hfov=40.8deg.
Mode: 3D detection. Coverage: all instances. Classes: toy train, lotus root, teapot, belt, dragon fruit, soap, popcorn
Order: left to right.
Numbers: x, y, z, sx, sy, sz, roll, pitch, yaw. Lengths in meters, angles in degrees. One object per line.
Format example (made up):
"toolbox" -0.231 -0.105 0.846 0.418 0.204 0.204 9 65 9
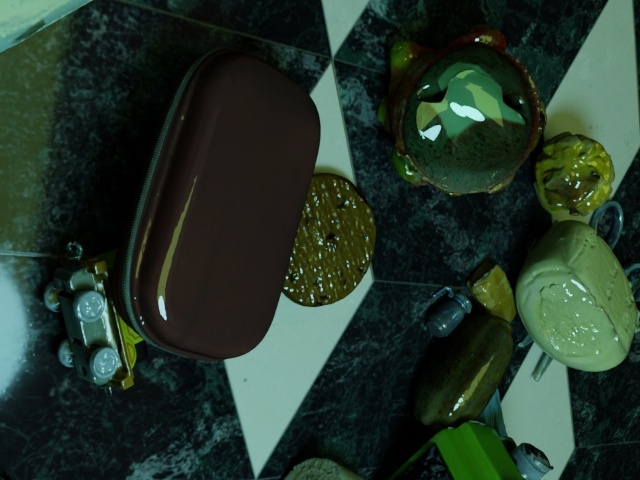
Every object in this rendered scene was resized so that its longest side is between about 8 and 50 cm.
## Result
"soap" -0.325 -0.284 0.947 0.230 0.145 0.091 -41 121 -23
"toy train" -0.275 0.096 1.114 0.127 0.089 0.219 -25 114 -41
"teapot" 0.220 0.127 1.522 0.083 0.063 0.049 -42 154 -25
"toy train" 0.240 0.448 1.481 0.249 0.173 0.307 24 117 -38
"dragon fruit" 0.220 -0.197 1.348 0.295 0.130 0.268 38 96 -19
"lotus root" 0.251 0.235 1.515 0.241 0.124 0.123 -59 139 -8
"belt" 0.304 0.346 1.625 0.100 0.065 0.179 -29 115 -38
"popcorn" 0.463 -0.118 1.579 0.167 0.148 0.152 52 25 -30

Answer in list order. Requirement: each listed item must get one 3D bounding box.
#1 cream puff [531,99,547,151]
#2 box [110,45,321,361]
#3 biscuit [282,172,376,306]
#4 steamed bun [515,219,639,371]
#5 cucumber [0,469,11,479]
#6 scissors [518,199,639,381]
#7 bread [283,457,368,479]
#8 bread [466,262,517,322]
"cream puff" 0.335 -0.209 1.491 0.119 0.104 0.133 -40 121 -15
"box" -0.129 -0.045 1.132 0.263 0.108 0.404 28 74 -50
"biscuit" 0.000 0.000 1.327 0.212 0.036 0.212 -8 104 -35
"steamed bun" 0.474 0.107 1.611 0.273 0.166 0.232 53 36 -16
"cucumber" -0.382 0.394 1.112 0.072 0.072 0.300 -31 117 -28
"scissors" 0.536 0.123 1.761 0.383 0.029 0.256 -46 120 -19
"bread" 0.017 0.437 1.382 0.148 0.134 0.141 -51 130 -2
"bread" 0.317 0.105 1.579 0.074 0.053 0.132 -40 123 -23
